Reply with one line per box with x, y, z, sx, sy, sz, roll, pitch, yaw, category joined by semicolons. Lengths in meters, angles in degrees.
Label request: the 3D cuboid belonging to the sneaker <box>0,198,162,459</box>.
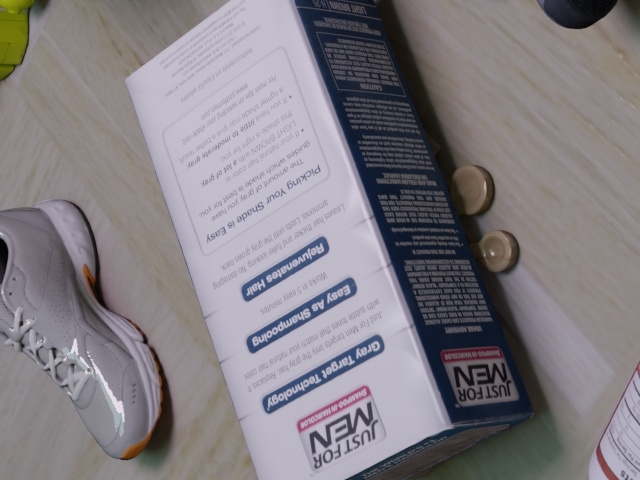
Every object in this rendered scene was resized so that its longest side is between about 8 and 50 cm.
-0.234;0.081;1.582;0.099;0.121;0.262;-52;57;36;sneaker

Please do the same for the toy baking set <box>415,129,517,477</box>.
0.050;0.034;1.344;0.196;0.030;0.256;27;111;42;toy baking set

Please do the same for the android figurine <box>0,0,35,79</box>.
-0.340;-0.258;1.725;0.248;0.056;0.273;12;99;46;android figurine

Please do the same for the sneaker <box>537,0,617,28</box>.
0.135;-0.224;1.217;0.098;0.083;0.224;-41;52;50;sneaker

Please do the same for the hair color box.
0.000;0.000;1.301;0.174;0.105;0.347;-31;70;35;hair color box

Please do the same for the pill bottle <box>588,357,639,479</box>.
0.234;0.117;1.091;0.121;0.121;0.216;42;121;37;pill bottle
